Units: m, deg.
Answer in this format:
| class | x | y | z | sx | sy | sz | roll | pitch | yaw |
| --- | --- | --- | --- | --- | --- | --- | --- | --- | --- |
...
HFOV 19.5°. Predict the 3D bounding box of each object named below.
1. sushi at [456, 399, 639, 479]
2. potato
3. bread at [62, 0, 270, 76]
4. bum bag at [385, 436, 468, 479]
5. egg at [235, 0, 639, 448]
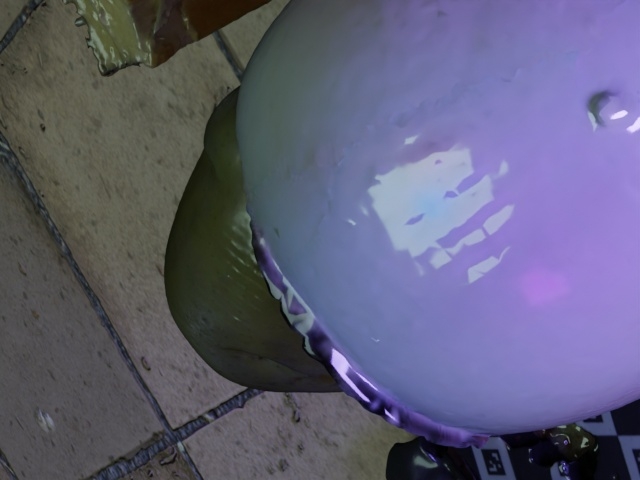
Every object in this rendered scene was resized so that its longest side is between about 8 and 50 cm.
| class | x | y | z | sx | sy | sz | roll | pitch | yaw |
| --- | --- | --- | --- | --- | --- | --- | --- | --- | --- |
| sushi | 0.201 | 0.145 | 1.561 | 0.219 | 0.047 | 0.231 | 52 | 142 | 22 |
| potato | 0.000 | 0.000 | 1.555 | 0.243 | 0.221 | 0.326 | 27 | 136 | 1 |
| bread | -0.126 | -0.278 | 1.510 | 0.111 | 0.246 | 0.239 | -14 | 103 | 47 |
| bum bag | 0.136 | 0.336 | 1.758 | 0.142 | 0.080 | 0.326 | 14 | 125 | 53 |
| egg | 0.170 | -0.081 | 1.185 | 0.340 | 0.354 | 0.354 | -33 | 86 | 41 |
